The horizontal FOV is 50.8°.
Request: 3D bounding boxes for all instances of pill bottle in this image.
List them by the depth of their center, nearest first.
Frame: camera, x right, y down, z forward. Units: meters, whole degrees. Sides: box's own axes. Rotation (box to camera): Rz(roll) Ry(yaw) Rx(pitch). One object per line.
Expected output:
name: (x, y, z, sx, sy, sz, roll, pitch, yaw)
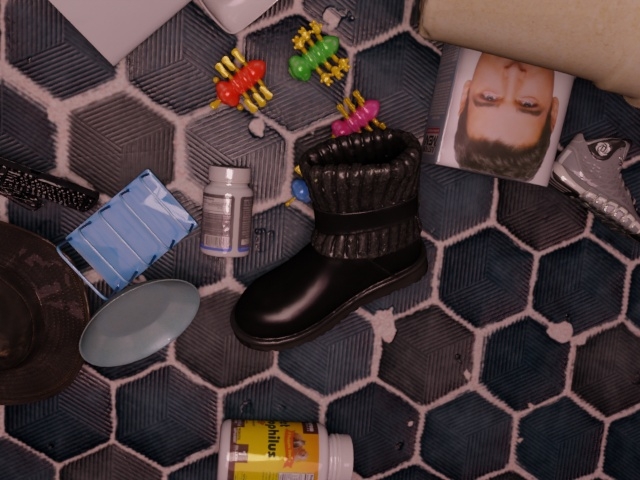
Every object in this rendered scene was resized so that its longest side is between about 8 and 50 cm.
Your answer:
pill bottle: (-0.144, -0.047, 1.046, 0.078, 0.078, 0.137, 4, 99, -8)
pill bottle: (-0.059, 0.356, 1.104, 0.215, 0.117, 0.117, 5, 99, -8)

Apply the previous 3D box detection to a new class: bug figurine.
bug figurine: (-0.025, -0.194, 1.038, 0.216, 0.072, 0.279, -35, 107, 6)

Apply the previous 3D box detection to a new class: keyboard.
keyboard: (-0.432, -0.074, 0.992, 0.192, 0.100, 0.038, 22, 61, -26)

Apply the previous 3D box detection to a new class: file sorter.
file sorter: (-0.291, -0.007, 1.021, 0.170, 0.104, 0.118, -40, 102, 0)

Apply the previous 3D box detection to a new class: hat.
hat: (-0.513, 0.120, 0.977, 0.332, 0.134, 0.330, 1, 100, 5)

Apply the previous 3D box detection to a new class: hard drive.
hard drive: (-0.234, -0.416, 0.928, 0.319, 0.040, 0.210, -40, 146, 1)

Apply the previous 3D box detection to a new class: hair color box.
hair color box: (0.290, -0.285, 1.042, 0.186, 0.113, 0.374, 10, 99, -8)

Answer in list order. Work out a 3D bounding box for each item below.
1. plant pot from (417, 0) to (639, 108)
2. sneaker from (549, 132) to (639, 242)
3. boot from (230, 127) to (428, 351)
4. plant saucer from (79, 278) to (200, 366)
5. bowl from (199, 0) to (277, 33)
plant pot: (0.287, -0.349, 0.838, 0.306, 0.334, 0.333, 8, 99, 4)
sneaker: (0.496, -0.097, 1.115, 0.229, 0.086, 0.132, 34, 92, -10)
boot: (-0.001, -0.003, 0.991, 0.348, 0.131, 0.260, -28, 138, -10)
plant saucer: (-0.280, 0.116, 1.031, 0.195, 0.195, 0.037, -40, 62, 1)
bowl: (-0.123, -0.390, 0.977, 0.142, 0.142, 0.053, -41, 59, 1)
